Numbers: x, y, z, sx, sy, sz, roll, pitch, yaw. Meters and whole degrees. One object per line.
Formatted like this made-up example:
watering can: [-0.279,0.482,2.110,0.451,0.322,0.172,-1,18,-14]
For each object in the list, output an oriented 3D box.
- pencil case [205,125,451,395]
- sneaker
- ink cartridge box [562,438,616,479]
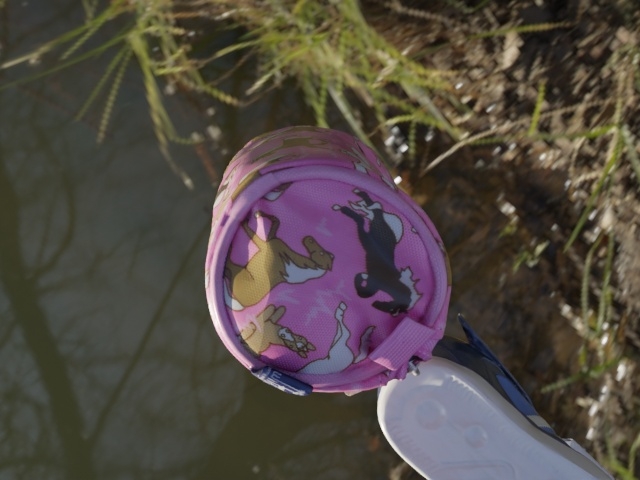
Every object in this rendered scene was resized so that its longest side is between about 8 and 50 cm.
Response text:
pencil case: [0.000,0.000,1.047,0.160,0.386,0.167,1,99,-2]
sneaker: [0.180,0.209,1.219,0.130,0.236,0.323,-45,86,8]
ink cartridge box: [0.291,0.333,1.594,0.082,0.139,0.191,-7,141,42]
